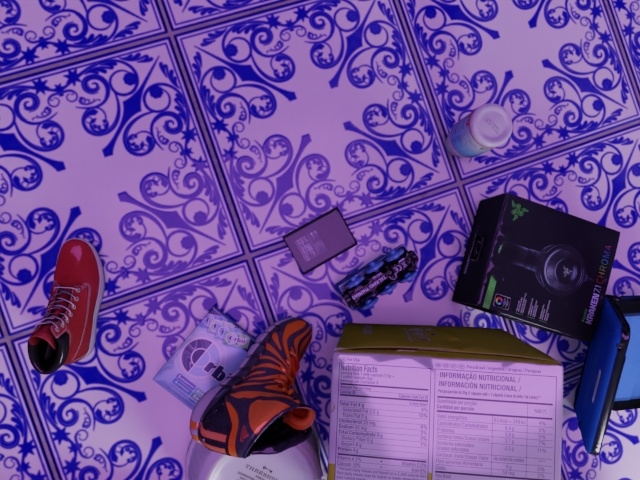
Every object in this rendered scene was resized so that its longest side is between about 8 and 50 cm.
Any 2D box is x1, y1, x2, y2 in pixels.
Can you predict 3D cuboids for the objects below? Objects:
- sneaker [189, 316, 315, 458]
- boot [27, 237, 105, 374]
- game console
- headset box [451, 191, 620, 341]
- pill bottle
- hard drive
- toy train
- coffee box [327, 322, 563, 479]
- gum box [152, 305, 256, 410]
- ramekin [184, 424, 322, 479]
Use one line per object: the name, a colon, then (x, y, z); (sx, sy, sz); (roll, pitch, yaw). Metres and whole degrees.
sneaker: (-0.066, 0.270, 0.871); (0.321, 0.180, 0.124); (-46, 131, -44)
boot: (-0.474, 0.113, 0.884); (0.089, 0.176, 0.244); (1, 86, -6)
game console: (0.650, 0.272, 0.991); (0.174, 0.250, 0.292); (8, 108, 18)
headset box: (0.448, 0.054, 1.028); (0.283, 0.131, 0.246); (19, 85, -6)
pill bottle: (0.326, -0.223, 1.007); (0.087, 0.160, 0.087); (0, 88, -8)
hard drive: (0.000, 0.000, 1.026); (0.135, 0.022, 0.094); (-29, 91, -7)
toy train: (0.119, 0.077, 0.997); (0.184, 0.105, 0.080); (-33, 96, -7)
coffee box: (0.193, 0.333, 0.851); (0.339, 0.337, 0.334); (2, 88, 6)
gum box: (-0.218, 0.255, 0.978); (0.157, 0.041, 0.184); (40, 83, -5)
ramekin: (-0.122, 0.448, 0.920); (0.273, 0.127, 0.272); (-1, 95, -14)
